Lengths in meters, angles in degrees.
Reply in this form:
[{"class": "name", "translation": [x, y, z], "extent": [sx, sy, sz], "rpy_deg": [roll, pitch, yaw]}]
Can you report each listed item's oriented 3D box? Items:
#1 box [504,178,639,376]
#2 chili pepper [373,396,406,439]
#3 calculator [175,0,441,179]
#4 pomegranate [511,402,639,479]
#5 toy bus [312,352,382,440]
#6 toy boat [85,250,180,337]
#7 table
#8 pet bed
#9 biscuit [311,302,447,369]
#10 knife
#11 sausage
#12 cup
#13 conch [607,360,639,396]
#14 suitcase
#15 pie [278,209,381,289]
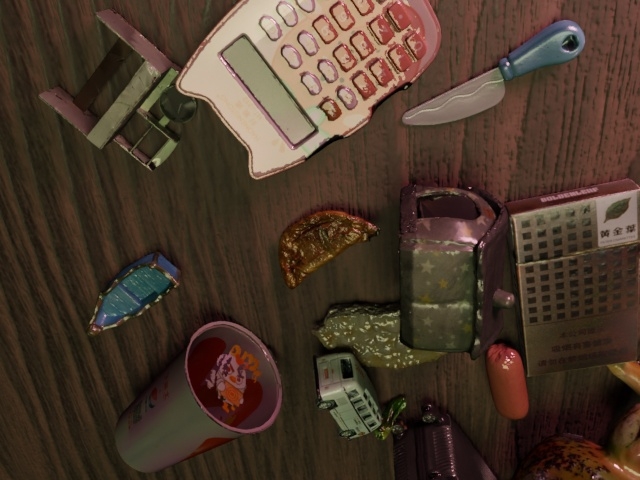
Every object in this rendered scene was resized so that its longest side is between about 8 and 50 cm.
[{"class": "box", "translation": [0.394, 0.071, 0.905], "extent": [0.180, 0.047, 0.325], "rpy_deg": [-11, 121, 10]}, {"class": "chili pepper", "translation": [0.126, 0.327, 1.070], "extent": [0.030, 0.091, 0.034], "rpy_deg": [39, 156, 4]}, {"class": "calculator", "translation": [-0.006, -0.234, 0.742], "extent": [0.330, 0.048, 0.220], "rpy_deg": [-33, 113, 15]}, {"class": "pomegranate", "translation": [0.483, 0.424, 0.996], "extent": [0.285, 0.285, 0.340], "rpy_deg": [22, 104, -9]}, {"class": "toy bus", "translation": [0.050, 0.273, 1.016], "extent": [0.089, 0.087, 0.194], "rpy_deg": [-18, 133, 9]}, {"class": "toy boat", "translation": [-0.312, 0.093, 0.953], "extent": [0.185, 0.077, 0.075], "rpy_deg": [-31, 115, 21]}, {"class": "table", "translation": [-0.258, -0.191, 0.785], "extent": [0.175, 0.062, 0.146], "rpy_deg": [41, 116, -16]}, {"class": "pet bed", "translation": [0.190, 0.039, 0.819], "extent": [0.159, 0.183, 0.211], "rpy_deg": [1, 121, 9]}, {"class": "biscuit", "translation": [0.132, 0.161, 0.984], "extent": [0.290, 0.038, 0.141], "rpy_deg": [-6, 122, 10]}, {"class": "knife", "translation": [0.223, -0.203, 0.763], "extent": [0.244, 0.032, 0.058], "rpy_deg": [-28, 124, 25]}, {"class": "sausage", "translation": [0.323, 0.244, 1.006], "extent": [0.062, 0.062, 0.154], "rpy_deg": [-12, 120, 12]}, {"class": "cup", "translation": [-0.228, 0.292, 1.020], "extent": [0.203, 0.203, 0.288], "rpy_deg": [40, 122, -19]}, {"class": "conch", "translation": [0.614, 0.298, 1.000], "extent": [0.330, 0.093, 0.109], "rpy_deg": [35, 125, -15]}, {"class": "suitcase", "translation": [0.244, 0.469, 1.070], "extent": [0.128, 0.202, 0.312], "rpy_deg": [-27, 115, 20]}, {"class": "pie", "translation": [-0.003, -0.001, 0.899], "extent": [0.191, 0.033, 0.088], "rpy_deg": [-33, 107, 28]}]
